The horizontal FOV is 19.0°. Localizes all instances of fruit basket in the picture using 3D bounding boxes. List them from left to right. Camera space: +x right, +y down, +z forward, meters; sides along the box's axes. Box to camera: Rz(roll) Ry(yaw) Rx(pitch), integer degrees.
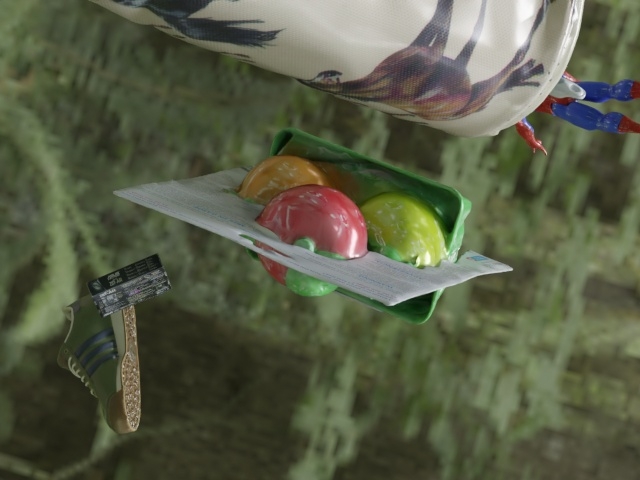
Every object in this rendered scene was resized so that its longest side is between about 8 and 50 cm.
[{"bbox_3d":[0.000,0.000,2.011,0.353,0.327,0.165,-24,131,-61],"label":"fruit basket"}]

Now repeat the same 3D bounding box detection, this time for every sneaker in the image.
[{"bbox_3d":[-0.254,0.141,2.164,0.064,0.086,0.192,66,14,-53],"label":"sneaker"}]

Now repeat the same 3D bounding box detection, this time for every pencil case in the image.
[{"bbox_3d":[-0.043,-0.194,1.042,0.160,0.410,0.184,-16,-116,50],"label":"pencil case"}]

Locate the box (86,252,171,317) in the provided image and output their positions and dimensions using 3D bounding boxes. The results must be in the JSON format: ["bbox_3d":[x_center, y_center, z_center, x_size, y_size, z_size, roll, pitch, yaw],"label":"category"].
[{"bbox_3d":[-0.204,0.049,2.046,0.067,0.083,0.018,79,-13,-67],"label":"box"}]

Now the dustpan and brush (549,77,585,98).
[{"bbox_3d":[0.177,-0.181,1.999,0.147,0.211,0.060,-52,164,-38],"label":"dustpan and brush"}]

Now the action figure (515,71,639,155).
[{"bbox_3d":[0.323,-0.155,2.325,0.139,0.280,0.091,34,76,-54],"label":"action figure"}]
